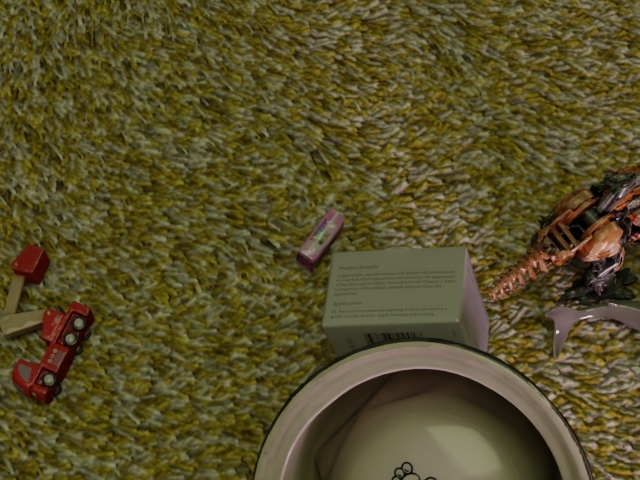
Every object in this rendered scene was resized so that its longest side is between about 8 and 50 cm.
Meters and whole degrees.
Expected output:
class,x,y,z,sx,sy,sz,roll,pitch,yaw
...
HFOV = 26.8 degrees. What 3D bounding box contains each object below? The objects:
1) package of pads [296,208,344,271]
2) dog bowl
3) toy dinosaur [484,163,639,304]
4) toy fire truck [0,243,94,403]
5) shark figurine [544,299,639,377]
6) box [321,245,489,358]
class,x,y,z,sx,sy,sz,roll,pitch,yaw
package of pads,0.000,0.000,1.877,0.032,0.050,0.083,33,70,8
dog bowl,0.131,0.316,1.610,0.408,0.150,0.408,0,91,14
toy dinosaur,0.359,-0.021,1.797,0.322,0.218,0.164,-11,67,-5
toy fire truck,-0.385,0.114,1.826,0.135,0.047,0.192,21,68,10
shark figurine,0.448,0.117,1.795,0.278,0.116,0.166,26,67,9
box,0.114,0.106,1.728,0.181,0.182,0.119,-3,54,18
